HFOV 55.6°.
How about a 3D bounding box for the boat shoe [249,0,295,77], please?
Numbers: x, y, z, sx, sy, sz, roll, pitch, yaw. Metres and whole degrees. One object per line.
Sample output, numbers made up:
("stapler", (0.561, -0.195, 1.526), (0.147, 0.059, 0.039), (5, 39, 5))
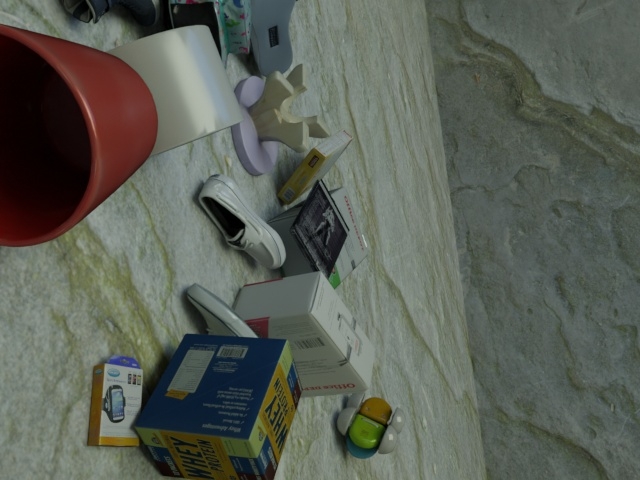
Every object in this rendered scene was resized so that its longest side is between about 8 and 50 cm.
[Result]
("boat shoe", (-0.137, -0.579, 1.477), (0.156, 0.136, 0.367), (60, -13, 24))

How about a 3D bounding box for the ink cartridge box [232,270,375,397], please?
("ink cartridge box", (-0.033, 0.213, 1.319), (0.283, 0.207, 0.117), (56, 34, -36))

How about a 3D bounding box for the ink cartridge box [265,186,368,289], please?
("ink cartridge box", (0.000, 0.000, 1.584), (0.289, 0.122, 0.211), (-37, 110, -61))

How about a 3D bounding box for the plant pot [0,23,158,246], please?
("plant pot", (-0.360, -0.151, 0.816), (0.243, 0.275, 0.274), (-56, 128, -69))

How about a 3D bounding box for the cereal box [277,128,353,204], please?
("cereal box", (-0.009, -0.200, 1.618), (0.047, 0.173, 0.240), (41, 29, 1))

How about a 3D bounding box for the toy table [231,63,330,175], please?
("toy table", (-0.103, -0.302, 1.491), (0.252, 0.161, 0.274), (23, 56, -59))

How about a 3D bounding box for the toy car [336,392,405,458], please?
("toy car", (0.126, 0.499, 1.598), (0.182, 0.159, 0.136), (-42, 151, -62))

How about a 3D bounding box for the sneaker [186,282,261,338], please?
("sneaker", (-0.176, 0.194, 1.176), (0.258, 0.091, 0.094), (48, -8, -14))

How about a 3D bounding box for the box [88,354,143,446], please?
("box", (-0.317, 0.249, 0.945), (0.081, 0.028, 0.136), (32, 48, -55))

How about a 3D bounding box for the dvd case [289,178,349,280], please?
("dvd case", (0.002, -0.024, 1.445), (0.164, 0.018, 0.221), (60, 33, -26))

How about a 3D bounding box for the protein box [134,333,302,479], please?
("protein box", (-0.160, 0.278, 1.015), (0.201, 0.200, 0.135), (-69, 153, -49))

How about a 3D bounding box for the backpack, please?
("backpack", (-0.240, -0.511, 1.267), (0.225, 0.191, 0.253), (102, -23, -72))

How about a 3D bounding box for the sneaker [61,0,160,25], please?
("sneaker", (-0.379, -0.434, 1.100), (0.163, 0.086, 0.226), (-60, 169, -18))

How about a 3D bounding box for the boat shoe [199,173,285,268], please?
("boat shoe", (-0.173, -0.021, 1.306), (0.258, 0.095, 0.084), (50, 39, -24))

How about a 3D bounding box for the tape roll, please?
("tape roll", (-0.271, -0.239, 1.029), (0.169, 0.246, 0.246), (69, 27, -14))
